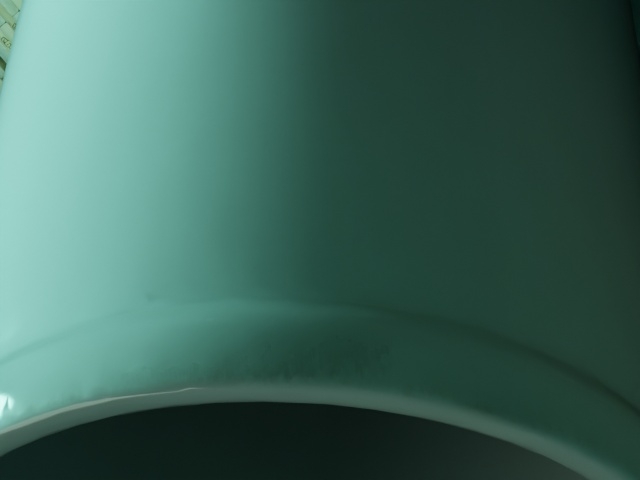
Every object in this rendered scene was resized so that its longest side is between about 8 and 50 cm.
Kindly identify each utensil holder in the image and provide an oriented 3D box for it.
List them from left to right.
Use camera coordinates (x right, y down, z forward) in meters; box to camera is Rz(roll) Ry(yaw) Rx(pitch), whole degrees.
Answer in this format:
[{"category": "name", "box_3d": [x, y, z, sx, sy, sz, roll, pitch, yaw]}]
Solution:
[{"category": "utensil holder", "box_3d": [0.000, 0.000, 0.809, 0.328, 0.385, 0.327, 2, 142, 2]}]

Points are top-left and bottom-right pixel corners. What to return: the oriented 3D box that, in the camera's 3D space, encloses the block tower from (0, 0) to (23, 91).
[{"category": "block tower", "box_3d": [-0.220, -0.164, 1.360, 0.091, 0.097, 0.335, 50, 153, -11]}]
